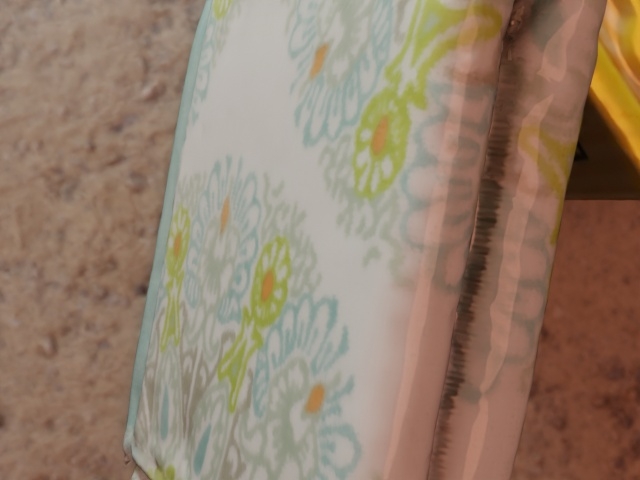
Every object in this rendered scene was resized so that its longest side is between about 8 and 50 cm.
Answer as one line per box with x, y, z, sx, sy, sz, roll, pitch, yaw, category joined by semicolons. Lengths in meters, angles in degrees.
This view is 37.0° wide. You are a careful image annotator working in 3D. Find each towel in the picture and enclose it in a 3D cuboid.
0.000;0.000;0.489;0.090;0.320;0.374;9;92;-26;towel

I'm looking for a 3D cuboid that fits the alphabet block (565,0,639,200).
0.185;-0.148;0.562;0.192;0.197;0.193;-36;94;-3;alphabet block
